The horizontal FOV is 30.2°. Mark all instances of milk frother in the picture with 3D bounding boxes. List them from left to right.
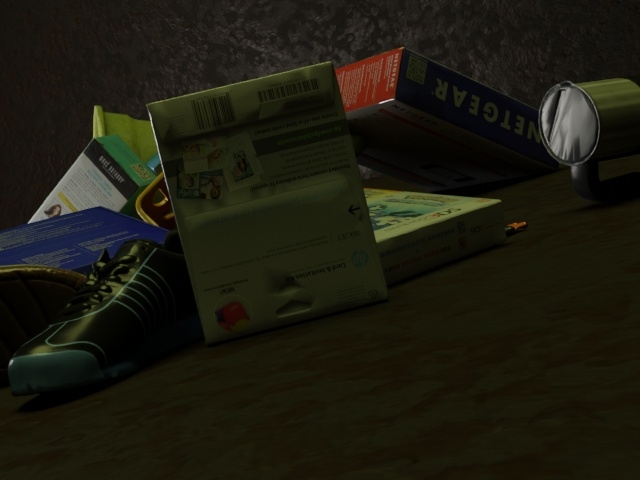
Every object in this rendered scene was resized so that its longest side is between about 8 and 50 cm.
[{"bbox_3d":[0.319,-0.109,1.176,0.135,0.129,0.143,-13,-3,-32],"label":"milk frother"}]

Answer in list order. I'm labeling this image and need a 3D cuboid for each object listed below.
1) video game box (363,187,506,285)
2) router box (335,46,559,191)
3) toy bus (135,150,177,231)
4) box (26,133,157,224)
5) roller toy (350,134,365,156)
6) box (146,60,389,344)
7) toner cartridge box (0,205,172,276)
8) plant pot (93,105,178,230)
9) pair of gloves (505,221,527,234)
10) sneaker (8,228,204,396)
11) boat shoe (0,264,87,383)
[{"bbox_3d":[0.032,-0.006,1.081,0.187,0.048,0.205,-15,16,-41],"label":"video game box"},{"bbox_3d":[0.154,-0.175,1.843,0.336,0.082,0.301,19,-15,-33],"label":"router box"},{"bbox_3d":[-0.173,-0.014,1.611,0.104,0.202,0.191,-45,18,-8],"label":"toy bus"},{"bbox_3d":[-0.345,-0.032,1.709,0.244,0.100,0.060,-47,-9,23],"label":"box"},{"bbox_3d":[-0.040,-0.077,1.755,0.209,0.146,0.191,-23,-3,31],"label":"roller toy"},{"bbox_3d":[-0.040,-0.029,0.903,0.145,0.186,0.038,-14,2,-3],"label":"box"},{"bbox_3d":[-0.321,0.051,1.206,0.348,0.075,0.165,-18,24,-41],"label":"toner cartridge box"},{"bbox_3d":[-0.232,-0.084,1.916,0.254,0.276,0.276,-4,2,-13],"label":"plant pot"},{"bbox_3d":[0.150,-0.005,1.151,0.074,0.010,0.083,-15,7,-33],"label":"pair of gloves"},{"bbox_3d":[-0.157,0.050,0.895,0.081,0.090,0.232,-11,5,27],"label":"sneaker"},{"bbox_3d":[-0.306,0.081,0.988,0.258,0.095,0.095,-15,-1,-4],"label":"boat shoe"}]
